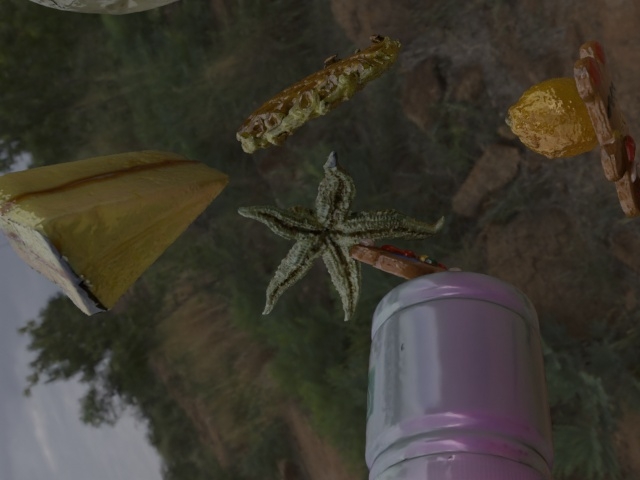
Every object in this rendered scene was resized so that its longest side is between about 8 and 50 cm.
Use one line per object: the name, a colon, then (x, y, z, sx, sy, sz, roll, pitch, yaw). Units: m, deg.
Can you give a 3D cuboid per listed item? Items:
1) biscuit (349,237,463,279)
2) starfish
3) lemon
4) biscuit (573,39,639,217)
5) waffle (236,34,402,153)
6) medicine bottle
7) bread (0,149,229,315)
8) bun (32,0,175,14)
biscuit: (0.148, 0.043, 1.438, 0.324, 0.205, 0.049, 178, 111, -87)
starfish: (-0.002, -0.001, 1.518, 0.347, 0.358, 0.078, 32, -147, -39)
lemon: (0.415, -0.214, 1.580, 0.142, 0.187, 0.142, 179, 90, -88)
biscuit: (0.396, -0.144, 1.211, 0.250, 0.036, 0.165, 65, -149, -21)
waffle: (-0.005, -0.254, 1.558, 0.068, 0.325, 0.302, 59, -152, -15)
medicine bottle: (0.158, 0.217, 1.031, 0.212, 0.212, 0.325, 82, -171, -47)
bread: (-0.269, -0.067, 1.131, 0.168, 0.264, 0.163, 22, 150, 35)
bun: (-0.217, -0.365, 0.746, 0.234, 0.326, 0.362, -60, -42, -62)
